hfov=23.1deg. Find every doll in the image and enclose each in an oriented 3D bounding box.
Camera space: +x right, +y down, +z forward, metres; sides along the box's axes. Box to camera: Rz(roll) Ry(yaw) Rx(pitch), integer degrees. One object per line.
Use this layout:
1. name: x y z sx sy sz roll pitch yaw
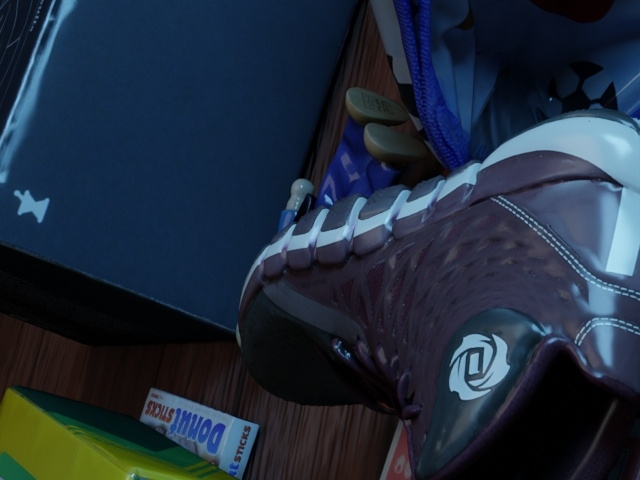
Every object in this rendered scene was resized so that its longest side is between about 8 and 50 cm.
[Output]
1. doll: 0.000 0.000 0.957 0.189 0.046 0.129 -62 31 29

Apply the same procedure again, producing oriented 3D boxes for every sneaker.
1. sneaker: 0.038 0.061 0.669 0.281 0.106 0.162 -31 36 49

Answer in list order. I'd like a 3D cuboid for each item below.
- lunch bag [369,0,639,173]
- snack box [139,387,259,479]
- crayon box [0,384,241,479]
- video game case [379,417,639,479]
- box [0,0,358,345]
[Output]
1. lunch bag: 0.109 -0.251 0.726 0.328 0.239 0.385 -100 24 -53
2. snack box: -0.090 0.141 1.058 0.178 0.022 0.064 2 72 67
3. crayon box: -0.168 0.294 0.961 0.313 0.106 0.363 10 82 66
4. video game case: 0.049 0.206 0.675 0.204 0.025 0.285 -3 67 66
5. box: -0.172 -0.090 1.218 0.395 0.212 0.293 -9 60 66
